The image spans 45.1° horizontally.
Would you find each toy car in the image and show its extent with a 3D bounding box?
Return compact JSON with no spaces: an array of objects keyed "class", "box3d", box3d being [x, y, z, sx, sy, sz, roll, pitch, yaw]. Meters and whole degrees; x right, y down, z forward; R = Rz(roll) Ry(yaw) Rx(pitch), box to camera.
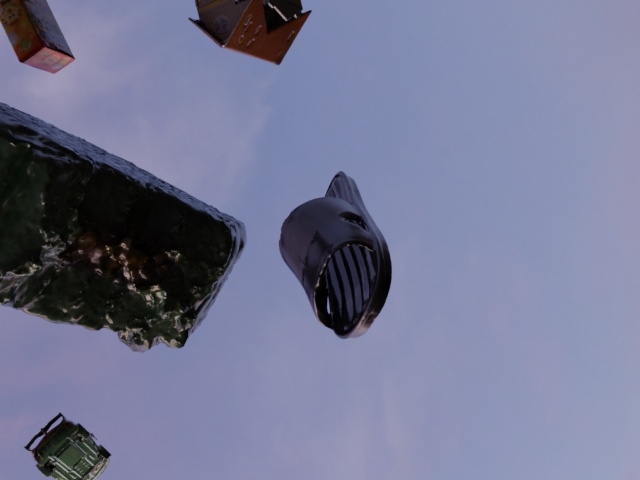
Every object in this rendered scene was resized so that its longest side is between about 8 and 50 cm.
[{"class":"toy car","box3d":[-0.259,0.227,0.807,0.059,0.035,0.122,-47,-25,-22]}]

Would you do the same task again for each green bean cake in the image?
[{"class":"green bean cake","box3d":[-0.246,-0.010,0.770,0.169,0.300,0.308,-62,-1,0]}]

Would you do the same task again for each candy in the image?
[{"class":"candy","box3d":[-0.338,-0.257,0.890,0.121,0.038,0.062,62,-165,9]}]

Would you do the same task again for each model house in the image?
[{"class":"model house","box3d":[-0.099,-0.332,1.088,0.219,0.208,0.135,-10,-93,-65]}]

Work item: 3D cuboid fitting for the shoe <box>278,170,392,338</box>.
[{"class":"shoe","box3d":[0.000,0.000,0.450,0.159,0.053,0.062,-98,30,-63]}]
